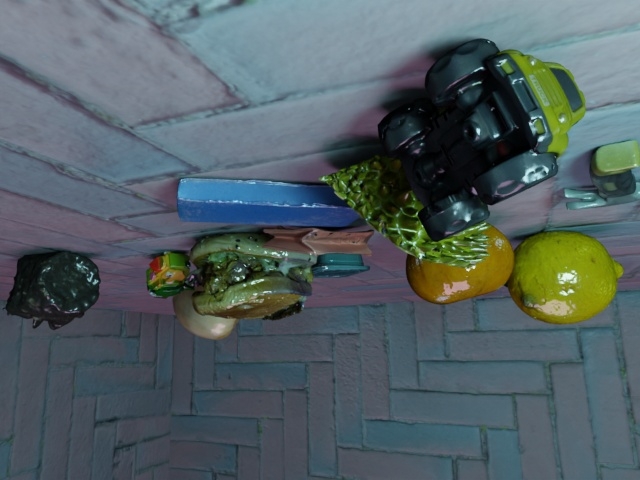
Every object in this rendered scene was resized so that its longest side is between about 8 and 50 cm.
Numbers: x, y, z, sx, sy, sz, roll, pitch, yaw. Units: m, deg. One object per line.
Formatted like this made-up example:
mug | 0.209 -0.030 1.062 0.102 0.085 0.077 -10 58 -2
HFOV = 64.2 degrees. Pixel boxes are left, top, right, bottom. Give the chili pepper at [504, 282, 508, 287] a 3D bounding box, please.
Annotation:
chili pepper | 0.629 0.100 1.525 0.264 0.117 0.148 -1 171 1

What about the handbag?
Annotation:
handbag | 0.000 0.000 1.074 0.157 0.060 0.212 4 -179 40

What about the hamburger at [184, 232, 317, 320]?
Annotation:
hamburger | -0.177 0.091 1.225 0.276 0.196 0.317 12 160 -38

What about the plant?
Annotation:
plant | -0.737 0.131 1.384 0.275 0.199 0.188 -16 155 39

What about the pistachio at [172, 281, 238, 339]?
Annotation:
pistachio | -0.391 0.233 1.809 0.320 0.229 0.238 -6 126 43

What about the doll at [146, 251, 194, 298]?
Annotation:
doll | -0.412 0.094 1.413 0.134 0.107 0.186 -2 153 -19

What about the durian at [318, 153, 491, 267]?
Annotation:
durian | 0.154 -0.035 0.788 0.197 0.163 0.394 -6 173 32

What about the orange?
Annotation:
orange | 0.293 0.044 1.105 0.239 0.172 0.240 -15 168 -3

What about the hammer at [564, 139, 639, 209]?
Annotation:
hammer | 0.454 -0.095 0.789 0.158 0.041 0.226 -11 165 31

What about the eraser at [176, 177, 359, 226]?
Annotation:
eraser | -0.086 -0.062 0.882 0.311 0.043 0.144 2 168 -13

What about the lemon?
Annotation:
lemon | 0.577 0.088 1.219 0.253 0.229 0.228 -1 168 -5

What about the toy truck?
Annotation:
toy truck | 0.175 -0.107 0.527 0.165 0.148 0.224 -23 172 -20

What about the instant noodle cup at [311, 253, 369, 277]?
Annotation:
instant noodle cup | 0.033 0.060 1.392 0.156 0.070 0.179 3 167 -24
